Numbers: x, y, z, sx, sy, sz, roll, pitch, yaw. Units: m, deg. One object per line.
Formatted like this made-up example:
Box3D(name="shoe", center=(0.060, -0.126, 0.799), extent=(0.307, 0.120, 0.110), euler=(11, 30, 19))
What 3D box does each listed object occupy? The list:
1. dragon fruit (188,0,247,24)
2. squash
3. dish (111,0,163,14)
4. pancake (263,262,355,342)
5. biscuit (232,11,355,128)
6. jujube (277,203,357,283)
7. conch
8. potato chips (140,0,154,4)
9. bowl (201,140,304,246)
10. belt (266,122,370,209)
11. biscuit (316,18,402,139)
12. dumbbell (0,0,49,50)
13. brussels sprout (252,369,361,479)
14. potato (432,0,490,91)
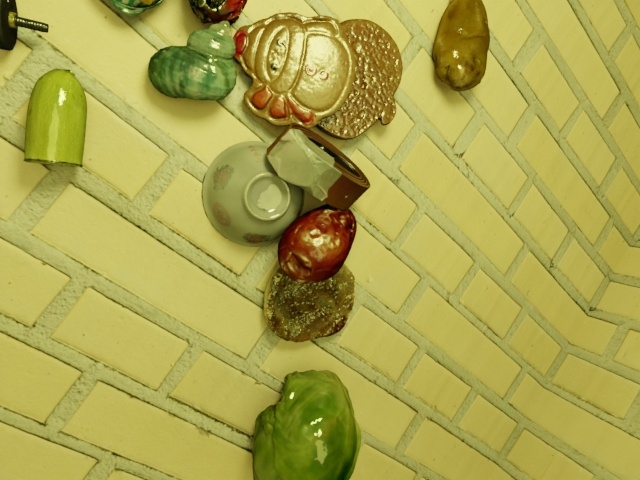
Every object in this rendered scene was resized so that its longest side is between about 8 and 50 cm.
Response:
Box3D(name="dragon fruit", center=(-0.285, -0.686, 1.119), extent=(0.182, 0.182, 0.188), euler=(41, 83, -23))
Box3D(name="squash", center=(-0.674, -0.315, 1.037), extent=(0.133, 0.132, 0.247), euler=(5, 94, -24))
Box3D(name="dish", center=(-0.514, -0.707, 1.068), extent=(0.246, 0.078, 0.224), euler=(12, 93, -25))
Box3D(name="pancake", center=(-0.032, 0.196, 1.423), extent=(0.356, 0.065, 0.355), euler=(-4, 101, -23))
Box3D(name="biscuit", center=(-0.087, -0.526, 1.240), extent=(0.381, 0.074, 0.358), euler=(17, 95, -13))
Box3D(name="jujube", center=(0.000, 0.000, 1.287), extent=(0.318, 0.223, 0.223), euler=(-48, 118, -49))
Box3D(name="conch", center=(-0.338, -0.492, 1.137), extent=(0.277, 0.195, 0.220), euler=(-44, 86, 16))
Box3D(name="potato chips", center=(-0.356, -0.770, 1.067), extent=(0.057, 0.080, 0.406), euler=(44, 61, -47))
Box3D(name="bowl", center=(-0.182, -0.139, 1.256), extent=(0.346, 0.157, 0.345), euler=(-4, 99, -23))
Box3D(name="belt", center=(-0.003, -0.222, 1.250), extent=(0.339, 0.217, 0.122), euler=(27, 120, -33))
Box3D(name="biscuit", center=(0.116, -0.523, 1.363), extent=(0.350, 0.070, 0.394), euler=(43, 84, -18))
Box3D(name="dumbbell", center=(-0.817, -0.532, 0.931), extent=(0.326, 0.143, 0.143), euler=(4, 97, -24))
Box3D(name="brussels sprout", center=(-0.035, 0.662, 1.328), extent=(0.343, 0.361, 0.425), euler=(24, 89, -22))
Box3D(name="potato", center=(0.513, -0.723, 1.472), extent=(0.196, 0.176, 0.368), euler=(6, 87, 15))
